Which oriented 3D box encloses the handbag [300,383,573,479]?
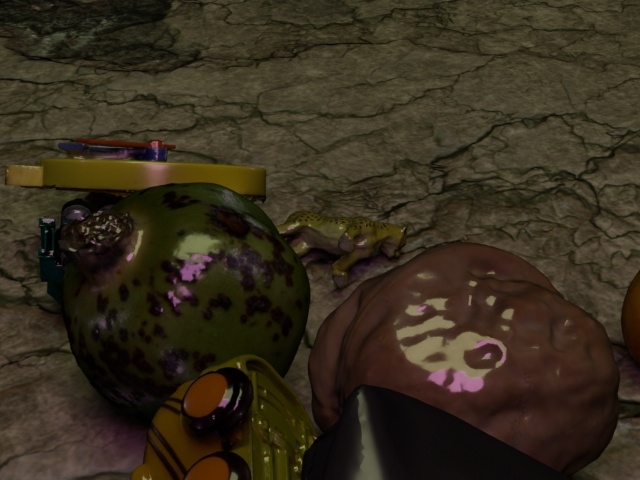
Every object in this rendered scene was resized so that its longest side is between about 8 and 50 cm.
[{"bbox_3d":[0.106,0.283,0.754,0.288,0.152,0.342,20,54,-8],"label":"handbag"}]

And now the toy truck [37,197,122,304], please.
[{"bbox_3d":[-0.210,0.030,1.257,0.215,0.116,0.110,1,32,-14],"label":"toy truck"}]

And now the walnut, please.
[{"bbox_3d":[0.128,0.124,0.994,0.273,0.273,0.227,-11,76,-18],"label":"walnut"}]

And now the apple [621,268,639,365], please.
[{"bbox_3d":[0.412,0.069,1.162,0.182,0.155,0.182,2,34,-1],"label":"apple"}]

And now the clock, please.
[{"bbox_3d":[-0.209,-0.089,1.371,0.293,0.071,0.277,4,3,9],"label":"clock"}]

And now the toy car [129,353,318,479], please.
[{"bbox_3d":[-0.074,0.221,0.897,0.142,0.200,0.248,-24,37,15],"label":"toy car"}]

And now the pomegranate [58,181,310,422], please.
[{"bbox_3d":[-0.139,0.055,1.068,0.254,0.270,0.254,-18,51,24],"label":"pomegranate"}]

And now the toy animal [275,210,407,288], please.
[{"bbox_3d":[0.000,0.000,1.361,0.181,0.073,0.136,3,21,27],"label":"toy animal"}]
